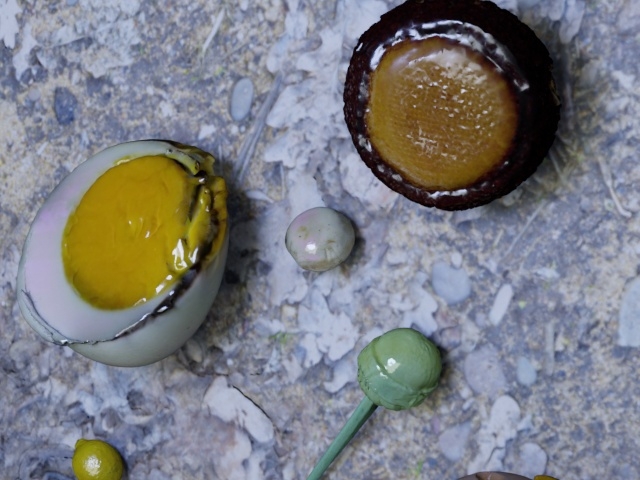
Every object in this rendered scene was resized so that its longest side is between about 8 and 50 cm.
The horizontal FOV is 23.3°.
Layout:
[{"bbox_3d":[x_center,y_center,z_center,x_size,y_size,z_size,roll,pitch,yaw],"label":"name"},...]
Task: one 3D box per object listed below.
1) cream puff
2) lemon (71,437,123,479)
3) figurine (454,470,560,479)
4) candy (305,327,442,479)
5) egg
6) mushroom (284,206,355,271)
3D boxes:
[{"bbox_3d":[0.143,-0.154,1.669,0.239,0.165,0.239,7,110,19],"label":"cream puff"},{"bbox_3d":[-0.290,0.290,2.008,0.083,0.062,0.062,49,114,18],"label":"lemon"},{"bbox_3d":[0.217,0.403,1.579,0.387,0.268,0.401,-21,44,60],"label":"figurine"},{"bbox_3d":[0.031,0.232,1.826,0.092,0.093,0.335,41,121,12],"label":"candy"},{"bbox_3d":[-0.216,0.024,1.897,0.264,0.174,0.286,13,73,31],"label":"egg"},{"bbox_3d":[0.000,0.000,1.825,0.084,0.067,0.083,-8,57,13],"label":"mushroom"}]
